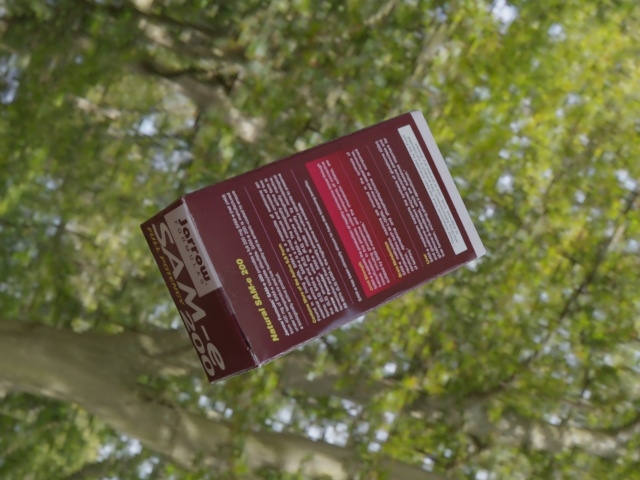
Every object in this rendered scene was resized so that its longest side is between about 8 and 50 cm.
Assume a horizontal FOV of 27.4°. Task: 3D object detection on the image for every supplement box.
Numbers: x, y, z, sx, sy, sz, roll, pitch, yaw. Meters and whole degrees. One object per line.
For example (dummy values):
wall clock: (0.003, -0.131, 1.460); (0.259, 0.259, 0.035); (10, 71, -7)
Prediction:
supplement box: (0.000, 0.000, 0.977); (0.073, 0.239, 0.130); (-27, -94, 52)
